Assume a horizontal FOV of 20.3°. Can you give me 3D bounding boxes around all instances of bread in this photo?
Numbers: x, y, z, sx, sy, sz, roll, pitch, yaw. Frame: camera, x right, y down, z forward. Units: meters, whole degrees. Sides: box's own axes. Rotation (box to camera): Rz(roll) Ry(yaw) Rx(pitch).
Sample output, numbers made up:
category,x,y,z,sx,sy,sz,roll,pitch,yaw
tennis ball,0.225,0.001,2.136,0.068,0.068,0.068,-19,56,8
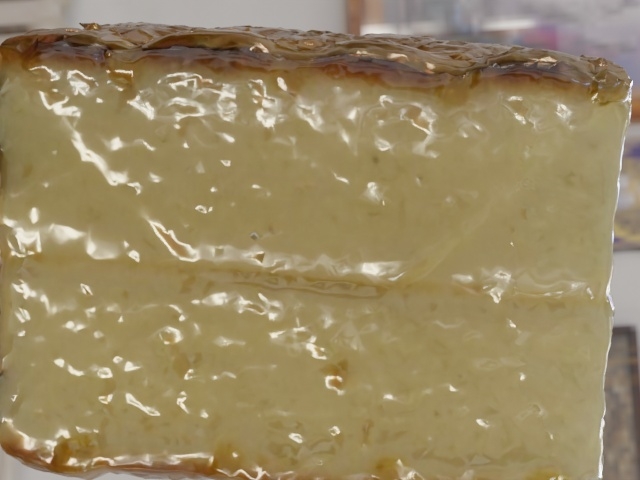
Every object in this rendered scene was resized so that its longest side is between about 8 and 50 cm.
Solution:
category,x,y,z,sx,sy,sz,roll,pitch,yaw
bread,0.000,0.000,0.877,0.279,0.279,0.207,-76,169,-84
